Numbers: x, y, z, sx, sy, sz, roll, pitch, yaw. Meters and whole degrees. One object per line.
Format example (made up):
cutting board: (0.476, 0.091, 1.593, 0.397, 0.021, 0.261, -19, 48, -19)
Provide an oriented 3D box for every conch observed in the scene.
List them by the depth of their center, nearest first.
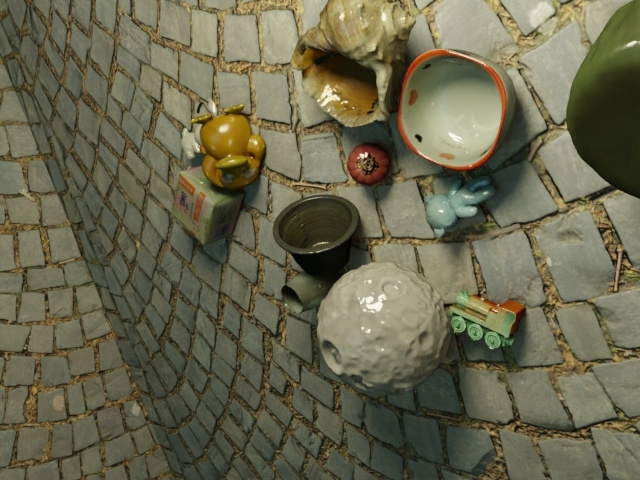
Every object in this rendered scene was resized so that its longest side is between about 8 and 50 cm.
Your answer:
conch: (0.093, -0.410, 1.299, 0.352, 0.210, 0.297, 11, 120, 63)

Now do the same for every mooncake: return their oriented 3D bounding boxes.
mooncake: (0.571, -0.217, 0.876, 0.356, 0.194, 0.356, 28, 155, 14)

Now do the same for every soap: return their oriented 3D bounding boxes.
soap: (-0.370, -0.119, 1.904, 0.182, 0.138, 0.199, 42, 134, 20)

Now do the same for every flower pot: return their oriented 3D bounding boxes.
flower pot: (0.000, 0.000, 1.593, 0.235, 0.235, 0.148, 23, 145, 33)

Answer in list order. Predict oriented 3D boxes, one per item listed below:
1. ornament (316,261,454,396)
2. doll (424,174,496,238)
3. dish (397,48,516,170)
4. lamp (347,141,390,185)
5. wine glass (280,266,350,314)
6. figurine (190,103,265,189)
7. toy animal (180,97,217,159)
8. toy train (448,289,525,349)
ornament: (0.148, 0.224, 1.462, 0.337, 0.337, 0.337, 20, 123, 35)
doll: (0.323, -0.083, 1.344, 0.180, 0.075, 0.120, -27, 52, 27)
dish: (0.294, -0.280, 1.225, 0.256, 0.117, 0.256, 19, 122, 34)
lamp: (0.119, -0.189, 1.449, 0.107, 0.092, 0.107, 1, 102, 7)
wine glass: (-0.014, 0.129, 1.655, 0.111, 0.204, 0.111, 25, 127, 37)
figurine: (-0.264, -0.271, 1.723, 0.215, 0.215, 0.228, -24, 79, 46)
toy animal: (-0.368, -0.335, 1.812, 0.182, 0.131, 0.127, -32, 109, 37)
toy train: (0.392, 0.182, 1.406, 0.176, 0.074, 0.118, 26, 116, 37)
